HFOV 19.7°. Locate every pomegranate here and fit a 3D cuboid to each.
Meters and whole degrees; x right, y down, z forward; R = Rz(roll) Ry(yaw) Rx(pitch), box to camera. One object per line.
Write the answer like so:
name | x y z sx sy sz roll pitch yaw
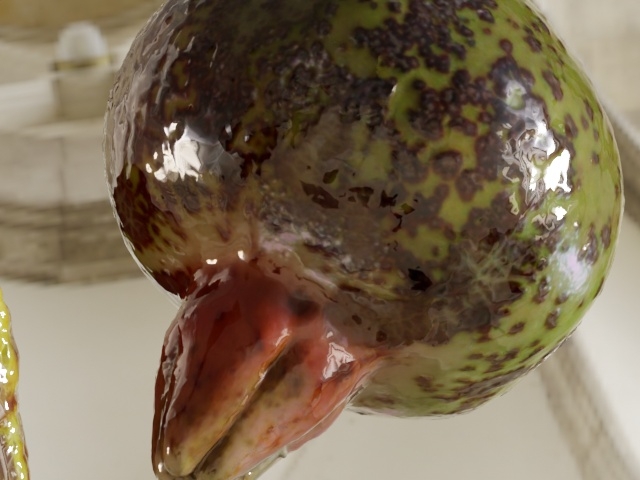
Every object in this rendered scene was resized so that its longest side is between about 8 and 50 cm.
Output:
pomegranate | 0.000 0.000 0.720 0.214 0.214 0.248 10 -126 35

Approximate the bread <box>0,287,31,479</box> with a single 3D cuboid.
bread | -0.246 0.084 0.855 0.222 0.181 0.096 -3 -174 -31
